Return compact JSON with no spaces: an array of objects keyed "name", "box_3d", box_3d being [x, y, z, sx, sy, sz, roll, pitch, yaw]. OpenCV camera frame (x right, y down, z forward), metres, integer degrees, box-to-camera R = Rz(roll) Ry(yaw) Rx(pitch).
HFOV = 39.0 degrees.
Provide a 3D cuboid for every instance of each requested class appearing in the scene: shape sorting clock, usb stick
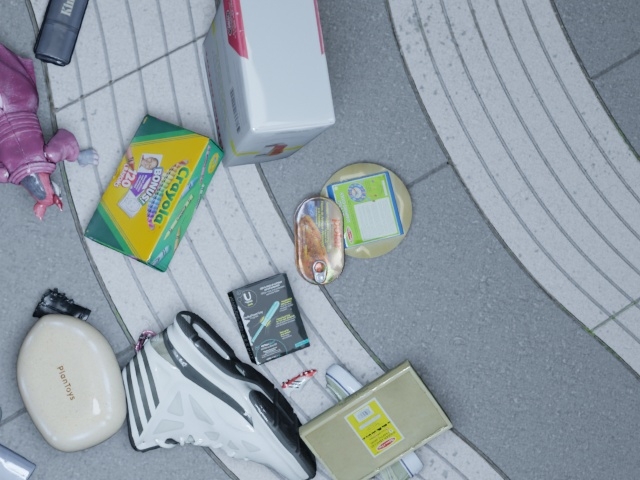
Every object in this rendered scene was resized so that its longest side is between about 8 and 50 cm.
[{"name":"shape sorting clock","box_3d":[0.096,-0.064,1.956,0.206,0.040,0.206,0,87,-8]},{"name":"usb stick","box_3d":[-0.516,-0.492,1.854,0.077,0.045,0.278,16,83,-10]}]

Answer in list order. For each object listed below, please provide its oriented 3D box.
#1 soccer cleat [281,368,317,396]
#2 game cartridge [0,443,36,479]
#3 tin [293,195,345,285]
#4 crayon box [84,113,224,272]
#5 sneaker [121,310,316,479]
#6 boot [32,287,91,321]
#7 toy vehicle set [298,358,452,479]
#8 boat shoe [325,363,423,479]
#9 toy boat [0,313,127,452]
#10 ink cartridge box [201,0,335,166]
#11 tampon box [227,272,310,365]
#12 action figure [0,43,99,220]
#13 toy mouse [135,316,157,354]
[{"name":"soccer cleat","box_3d":[-0.042,0.300,1.910,0.083,0.029,0.036,-27,101,-9]},{"name":"game cartridge","box_3d":[-0.713,0.516,1.740,0.196,0.060,0.294,31,80,-4]},{"name":"tin","box_3d":[0.000,0.000,1.916,0.106,0.040,0.190,-1,90,13]},{"name":"crayon box","box_3d":[-0.331,-0.095,1.812,0.165,0.081,0.279,22,80,23]},{"name":"sneaker","box_3d":[-0.222,0.369,1.823,0.257,0.169,0.447,-38,107,9]},{"name":"boot","box_3d":[-0.527,0.163,1.807,0.099,0.045,0.121,28,78,-9]},{"name":"toy vehicle set","box_3d":[0.112,0.378,1.830,0.266,0.035,0.166,-33,106,6]},{"name":"boat shoe","box_3d":[0.098,0.394,1.894,0.094,0.109,0.302,-39,97,-10]},{"name":"toy boat","box_3d":[-0.536,0.288,1.725,0.318,0.148,0.268,-19,79,-4]},{"name":"ink cartridge box","box_3d":[-0.112,-0.315,1.757,0.160,0.384,0.279,-9,88,-15]},{"name":"tampon box","box_3d":[-0.108,0.161,1.866,0.120,0.101,0.161,-18,89,-13]},{"name":"action figure","box_3d":[-0.574,-0.217,1.721,0.248,0.276,0.370,-27,78,-18]},{"name":"toy mouse","box_3d":[-0.332,0.238,1.849,0.161,0.031,0.143,46,78,-5]}]
